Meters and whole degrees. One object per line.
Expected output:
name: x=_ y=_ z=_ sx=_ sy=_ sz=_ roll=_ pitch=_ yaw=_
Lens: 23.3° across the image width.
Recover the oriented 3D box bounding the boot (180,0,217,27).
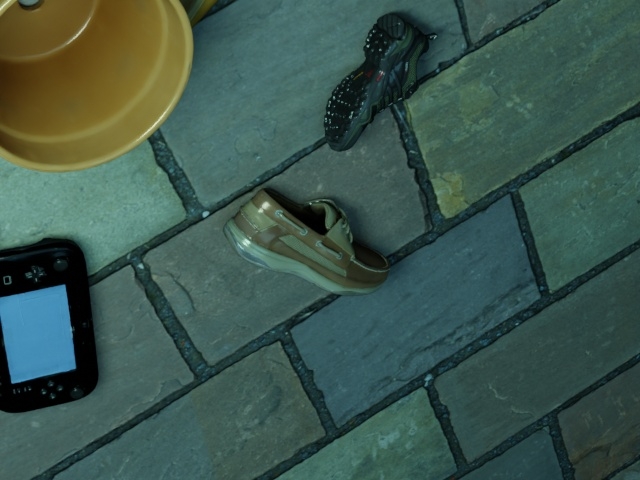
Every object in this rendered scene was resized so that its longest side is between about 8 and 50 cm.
boot: x=-0.074 y=-0.364 z=2.070 sx=0.211 sy=0.104 sz=0.295 roll=17 pitch=111 yaw=-42

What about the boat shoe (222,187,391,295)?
boat shoe: x=0.000 y=0.000 z=2.428 sx=0.324 sy=0.123 sz=0.116 roll=16 pitch=114 yaw=-44

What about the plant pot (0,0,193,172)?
plant pot: x=-0.328 y=-0.257 z=1.915 sx=0.291 sy=0.203 sz=0.290 roll=-18 pitch=134 yaw=-20

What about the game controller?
game controller: x=-0.421 y=0.131 z=2.292 sx=0.167 sy=0.067 sz=0.319 roll=-18 pitch=134 yaw=-21

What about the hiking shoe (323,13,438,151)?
hiking shoe: x=0.094 y=-0.222 z=2.320 sx=0.114 sy=0.086 sz=0.227 roll=15 pitch=115 yaw=-38
